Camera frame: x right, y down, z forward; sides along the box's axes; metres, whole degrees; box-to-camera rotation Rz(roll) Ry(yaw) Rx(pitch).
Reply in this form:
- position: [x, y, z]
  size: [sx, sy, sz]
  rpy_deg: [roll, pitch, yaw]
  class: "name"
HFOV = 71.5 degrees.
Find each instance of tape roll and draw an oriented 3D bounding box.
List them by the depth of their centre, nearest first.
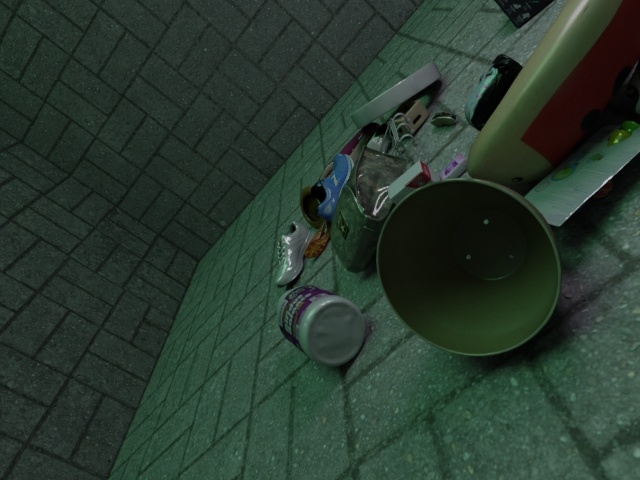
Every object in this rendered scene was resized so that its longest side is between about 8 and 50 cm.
- position: [0.297, -0.580, 1.790]
  size: [0.391, 0.072, 0.392]
  rpy_deg: [-32, 10, 7]
  class: "tape roll"

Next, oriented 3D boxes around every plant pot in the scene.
- position: [0.267, 0.026, 0.764]
  size: [0.284, 0.284, 0.190]
  rpy_deg: [-38, -11, 36]
  class: "plant pot"

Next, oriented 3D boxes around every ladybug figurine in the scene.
- position: [0.462, -0.293, 0.859]
  size: [0.450, 0.161, 0.305]
  rpy_deg: [-60, -11, 21]
  class: "ladybug figurine"

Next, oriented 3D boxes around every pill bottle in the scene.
- position: [-0.018, 0.210, 1.179]
  size: [0.169, 0.169, 0.301]
  rpy_deg: [-56, 19, -11]
  class: "pill bottle"

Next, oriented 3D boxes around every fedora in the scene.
- position: [-0.008, -0.144, 1.857]
  size: [0.079, 0.195, 0.194]
  rpy_deg: [-20, 0, -32]
  class: "fedora"

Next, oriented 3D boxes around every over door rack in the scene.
- position: [0.230, -0.255, 1.547]
  size: [0.324, 0.108, 0.240]
  rpy_deg: [-59, 14, 30]
  class: "over door rack"

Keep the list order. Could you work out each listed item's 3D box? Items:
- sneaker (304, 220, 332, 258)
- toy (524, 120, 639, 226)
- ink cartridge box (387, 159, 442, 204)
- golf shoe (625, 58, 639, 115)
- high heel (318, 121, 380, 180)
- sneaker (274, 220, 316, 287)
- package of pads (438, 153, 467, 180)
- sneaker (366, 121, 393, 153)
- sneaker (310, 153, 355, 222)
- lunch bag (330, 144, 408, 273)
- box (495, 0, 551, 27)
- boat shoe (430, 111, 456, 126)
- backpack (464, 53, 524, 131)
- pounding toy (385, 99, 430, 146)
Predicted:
- position: [0.000, 0.000, 1.695]
  size: [0.175, 0.064, 0.067]
  rpy_deg: [-53, -1, -16]
  class: "sneaker"
- position: [0.470, -0.106, 0.780]
  size: [0.237, 0.056, 0.137]
  rpy_deg: [-47, 16, 3]
  class: "toy"
- position: [0.262, -0.110, 1.123]
  size: [0.109, 0.150, 0.063]
  rpy_deg: [-42, 26, 28]
  class: "ink cartridge box"
- position: [0.597, -0.304, 0.813]
  size: [0.086, 0.067, 0.186]
  rpy_deg: [-31, 28, 48]
  class: "golf shoe"
- position: [0.127, -0.353, 1.920]
  size: [0.377, 0.127, 0.181]
  rpy_deg: [-39, 20, 10]
  class: "high heel"
- position: [-0.124, 0.054, 1.757]
  size: [0.111, 0.129, 0.297]
  rpy_deg: [-28, 32, 47]
  class: "sneaker"
- position: [0.364, -0.193, 1.209]
  size: [0.083, 0.032, 0.050]
  rpy_deg: [-46, 19, 19]
  class: "package of pads"
- position: [0.238, -0.383, 1.769]
  size: [0.237, 0.085, 0.086]
  rpy_deg: [-52, -8, -20]
  class: "sneaker"
- position: [0.044, -0.217, 1.710]
  size: [0.130, 0.147, 0.330]
  rpy_deg: [117, 166, -52]
  class: "sneaker"
- position: [0.127, -0.080, 1.259]
  size: [0.235, 0.168, 0.287]
  rpy_deg: [106, -178, -49]
  class: "lunch bag"
- position: [0.701, -0.849, 1.412]
  size: [0.270, 0.143, 0.165]
  rpy_deg: [-34, 29, 42]
  class: "box"
- position: [0.405, -0.401, 1.454]
  size: [0.042, 0.048, 0.133]
  rpy_deg: [-60, 14, 4]
  class: "boat shoe"
- position: [0.461, -0.366, 1.154]
  size: [0.182, 0.151, 0.115]
  rpy_deg: [-57, 10, 26]
  class: "backpack"
- position: [0.320, -0.436, 1.673]
  size: [0.141, 0.100, 0.130]
  rpy_deg: [-49, 24, -7]
  class: "pounding toy"
